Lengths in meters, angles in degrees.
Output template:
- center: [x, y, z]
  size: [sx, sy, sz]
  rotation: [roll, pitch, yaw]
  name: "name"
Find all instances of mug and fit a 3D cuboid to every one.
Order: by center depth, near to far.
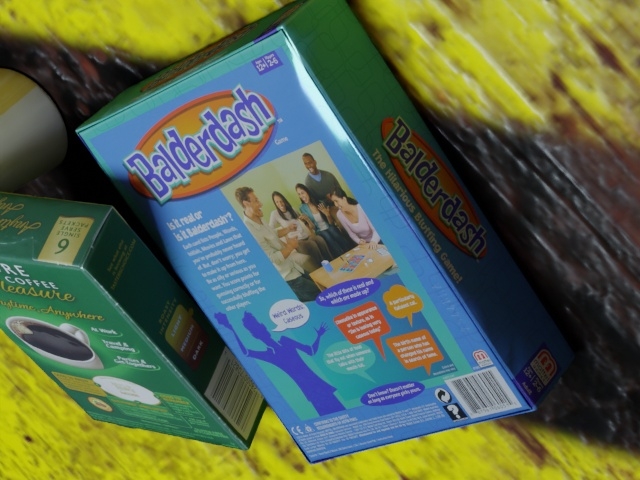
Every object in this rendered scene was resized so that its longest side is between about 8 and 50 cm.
- center: [-0.181, -0.051, 0.985]
  size: [0.078, 0.064, 0.062]
  rotation: [34, 138, 12]
  name: "mug"

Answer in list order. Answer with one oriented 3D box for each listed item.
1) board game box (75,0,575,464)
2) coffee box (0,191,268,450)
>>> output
- center: [0.000, 0.000, 0.897]
  size: [0.160, 0.047, 0.210]
  rotation: [-19, 110, 46]
  name: "board game box"
- center: [-0.112, 0.042, 0.976]
  size: [0.113, 0.040, 0.184]
  rotation: [7, 150, 34]
  name: "coffee box"
